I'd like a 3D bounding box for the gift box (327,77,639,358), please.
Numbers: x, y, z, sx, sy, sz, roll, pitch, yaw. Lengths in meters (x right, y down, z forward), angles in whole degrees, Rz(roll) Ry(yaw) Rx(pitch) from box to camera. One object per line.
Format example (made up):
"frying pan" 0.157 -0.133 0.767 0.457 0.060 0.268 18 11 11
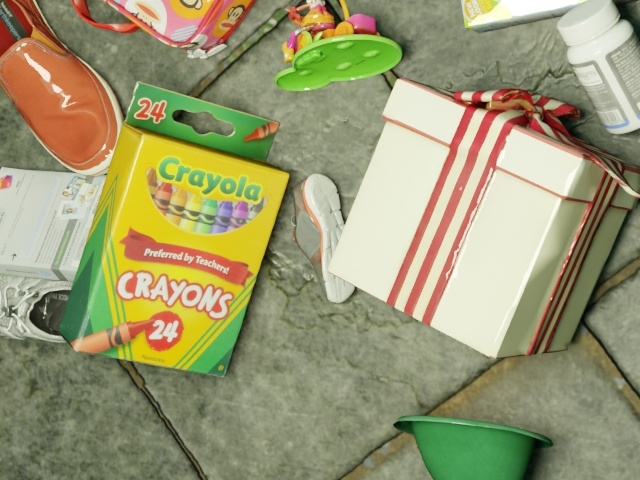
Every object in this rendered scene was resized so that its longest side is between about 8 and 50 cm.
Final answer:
"gift box" 0.207 -0.029 1.461 0.276 0.255 0.258 25 101 23

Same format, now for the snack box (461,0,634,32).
"snack box" 0.255 -0.339 1.529 0.207 0.070 0.174 -10 89 21

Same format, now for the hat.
"hat" 0.168 0.302 1.504 0.173 0.208 0.183 -11 66 54

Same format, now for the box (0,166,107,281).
"box" -0.345 -0.021 1.730 0.186 0.038 0.145 5 59 18

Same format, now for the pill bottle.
"pill bottle" 0.317 -0.192 1.479 0.078 0.078 0.137 -26 110 18

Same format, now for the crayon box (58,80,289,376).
"crayon box" -0.168 -0.009 1.619 0.081 0.202 0.318 31 105 59

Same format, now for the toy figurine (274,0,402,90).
"toy figurine" 0.009 -0.279 1.615 0.173 0.130 0.159 -20 70 43

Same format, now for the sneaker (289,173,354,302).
"sneaker" 0.000 0.000 1.645 0.065 0.061 0.158 -15 85 46

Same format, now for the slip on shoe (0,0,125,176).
"slip on shoe" -0.366 -0.217 1.734 0.123 0.101 0.331 -39 78 16

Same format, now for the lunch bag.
"lunch bag" -0.207 -0.368 1.666 0.293 0.120 0.258 39 104 14

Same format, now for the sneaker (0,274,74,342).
"sneaker" -0.367 0.077 1.736 0.281 0.115 0.105 -1 91 20
